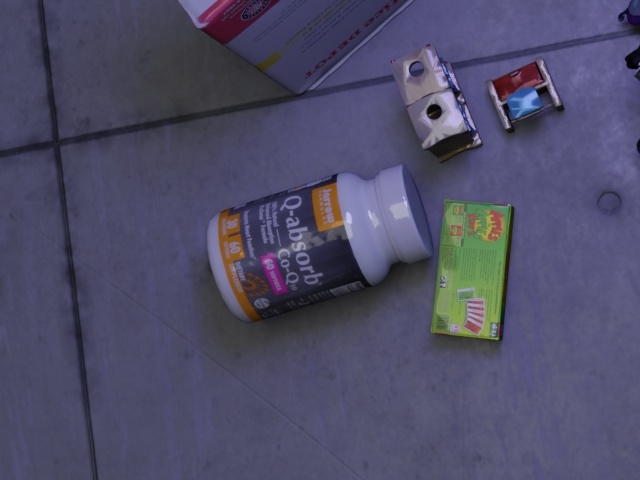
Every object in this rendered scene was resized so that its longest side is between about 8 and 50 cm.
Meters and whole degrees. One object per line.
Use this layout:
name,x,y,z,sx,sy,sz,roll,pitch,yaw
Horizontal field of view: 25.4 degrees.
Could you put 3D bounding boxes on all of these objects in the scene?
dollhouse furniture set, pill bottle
dollhouse furniture set,0.209,-0.206,1.886,0.183,0.129,0.129,-23,80,12
pill bottle,0.000,0.000,1.906,0.278,0.162,0.162,-18,81,13

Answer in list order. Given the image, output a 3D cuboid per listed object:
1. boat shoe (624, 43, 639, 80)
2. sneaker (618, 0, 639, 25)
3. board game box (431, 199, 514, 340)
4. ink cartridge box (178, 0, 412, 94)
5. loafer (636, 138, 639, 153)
boat shoe,0.555,-0.175,1.747,0.340,0.127,0.158,38,97,-1
sneaker,0.504,-0.268,1.860,0.223,0.083,0.098,36,130,5
board game box,0.206,0.040,1.910,0.092,0.043,0.181,5,87,14
ink cartridge box,-0.028,-0.367,1.833,0.279,0.384,0.160,-40,74,8
loafer,0.496,-0.142,1.852,0.170,0.062,0.061,-30,117,3
